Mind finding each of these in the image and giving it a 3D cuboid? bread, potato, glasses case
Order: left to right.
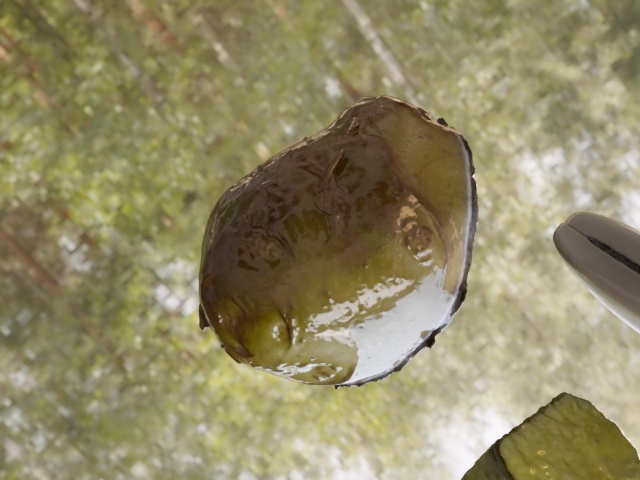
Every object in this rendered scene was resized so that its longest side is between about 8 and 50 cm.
[{"bbox_3d":[0.000,0.000,1.519,0.299,0.196,0.246,-59,-136,18],"label":"potato"},{"bbox_3d":[0.140,0.173,1.008,0.129,0.111,0.114,-34,156,-43],"label":"bread"},{"bbox_3d":[0.235,0.040,1.073,0.059,0.092,0.233,-51,-154,1],"label":"glasses case"}]
